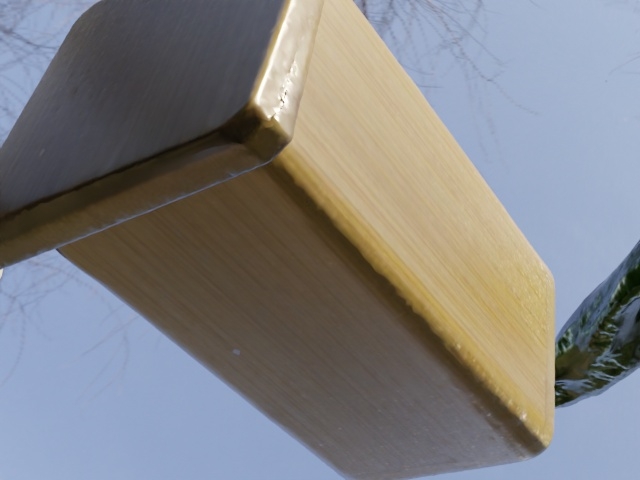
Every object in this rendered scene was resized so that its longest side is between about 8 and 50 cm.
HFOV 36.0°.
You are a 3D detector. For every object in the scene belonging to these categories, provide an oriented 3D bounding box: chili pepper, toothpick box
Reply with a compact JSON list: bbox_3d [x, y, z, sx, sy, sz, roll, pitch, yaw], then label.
[{"bbox_3d":[0.218,0.048,0.703,0.216,0.108,0.062,-57,-134,28],"label":"chili pepper"},{"bbox_3d":[0.000,0.000,0.555,0.188,0.190,0.308,-19,-48,30],"label":"toothpick box"}]

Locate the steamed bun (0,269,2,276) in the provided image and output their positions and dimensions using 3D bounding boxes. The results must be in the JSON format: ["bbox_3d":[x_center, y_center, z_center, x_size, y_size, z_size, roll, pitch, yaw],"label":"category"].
[{"bbox_3d":[-0.465,0.059,0.692,0.290,0.371,0.455,21,-98,15],"label":"steamed bun"}]
